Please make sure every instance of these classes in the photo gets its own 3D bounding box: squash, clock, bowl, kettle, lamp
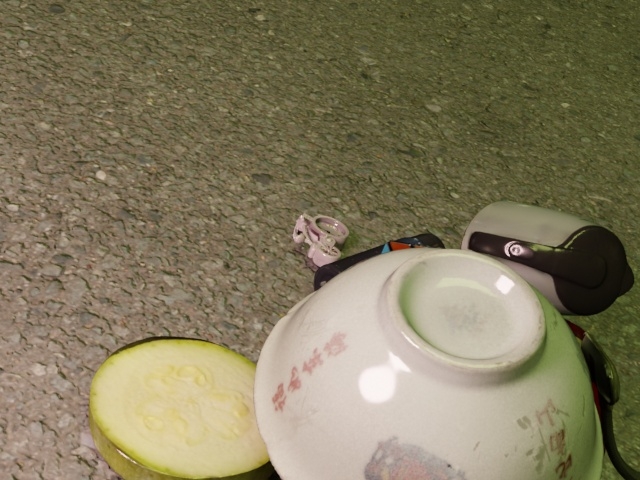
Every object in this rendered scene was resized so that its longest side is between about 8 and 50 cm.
[{"bbox_3d":[-0.165,0.213,1.380,0.252,0.049,0.252,12,34,-8],"label":"squash"},{"bbox_3d":[0.000,0.000,1.769,0.087,0.041,0.129,20,28,-8],"label":"clock"},{"bbox_3d":[0.145,0.137,1.294,0.435,0.196,0.434,6,44,-6],"label":"bowl"},{"bbox_3d":[0.321,0.026,1.696,0.221,0.161,0.236,17,1,-29],"label":"kettle"},{"bbox_3d":[0.454,0.254,1.541,0.283,0.124,0.203,34,20,-8],"label":"lamp"}]

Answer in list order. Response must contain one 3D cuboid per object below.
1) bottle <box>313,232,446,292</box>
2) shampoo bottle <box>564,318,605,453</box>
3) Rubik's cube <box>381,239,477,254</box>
[{"bbox_3d":[0.099,0.043,1.728,0.082,0.072,0.244,-9,7,45],"label":"bottle"},{"bbox_3d":[0.343,0.230,1.588,0.118,0.076,0.314,30,32,-11],"label":"shampoo bottle"},{"bbox_3d":[0.156,0.110,1.597,0.155,0.151,0.154,8,36,-17],"label":"Rubik's cube"}]
